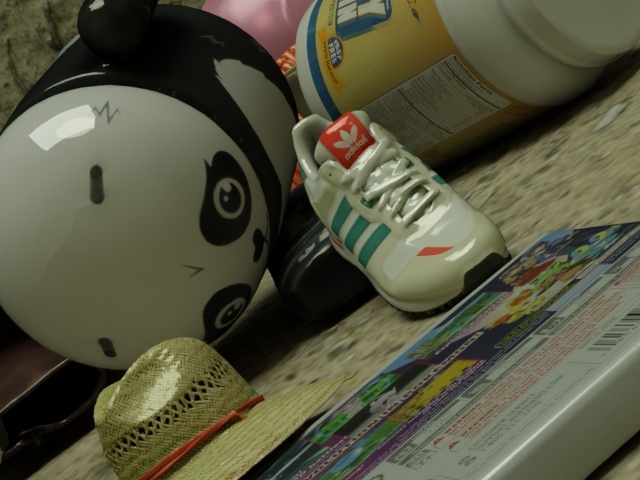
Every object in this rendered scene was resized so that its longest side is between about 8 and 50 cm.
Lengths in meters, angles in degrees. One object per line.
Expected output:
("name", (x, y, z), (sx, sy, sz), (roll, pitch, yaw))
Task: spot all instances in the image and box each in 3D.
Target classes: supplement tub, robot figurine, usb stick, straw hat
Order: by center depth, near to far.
("straw hat", (-0.057, 0.074, 0.658), (0.144, 0.061, 0.144), (-38, -2, -1))
("robot figurine", (-0.099, -0.039, 0.967), (0.173, 0.209, 0.278), (-41, 14, 21))
("usb stick", (0.000, 0.000, 0.995), (0.077, 0.045, 0.278), (-37, 8, 0))
("supplement tub", (0.094, -0.135, 1.033), (0.200, 0.144, 0.144), (-28, 11, 47))

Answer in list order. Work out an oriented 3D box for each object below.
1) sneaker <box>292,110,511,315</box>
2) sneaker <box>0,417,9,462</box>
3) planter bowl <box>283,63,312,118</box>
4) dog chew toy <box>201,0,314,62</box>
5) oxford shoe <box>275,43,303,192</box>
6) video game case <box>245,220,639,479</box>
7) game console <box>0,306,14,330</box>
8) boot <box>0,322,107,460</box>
("sneaker", (0.028, -0.020, 0.779), (0.057, 0.075, 0.161), (-37, 25, -8))
("sneaker", (-0.380, 0.223, 0.982), (0.410, 0.158, 0.182), (-36, 17, 16))
("planter bowl", (0.061, -0.121, 1.226), (0.162, 0.109, 0.162), (-36, 7, 5))
("dog chew toy", (0.031, -0.222, 1.612), (0.332, 0.206, 0.206), (-29, 10, 34))
("oxford shoe", (0.062, -0.136, 1.421), (0.364, 0.130, 0.132), (-44, -24, -11))
("video game case", (0.046, 0.059, 0.531), (0.201, 0.023, 0.183), (-39, 8, -15))
("game console", (-0.288, 0.001, 1.259), (0.173, 0.250, 0.293), (-46, 3, -15))
("boot", (-0.264, 0.130, 1.141), (0.248, 0.090, 0.207), (-33, 10, -6))
